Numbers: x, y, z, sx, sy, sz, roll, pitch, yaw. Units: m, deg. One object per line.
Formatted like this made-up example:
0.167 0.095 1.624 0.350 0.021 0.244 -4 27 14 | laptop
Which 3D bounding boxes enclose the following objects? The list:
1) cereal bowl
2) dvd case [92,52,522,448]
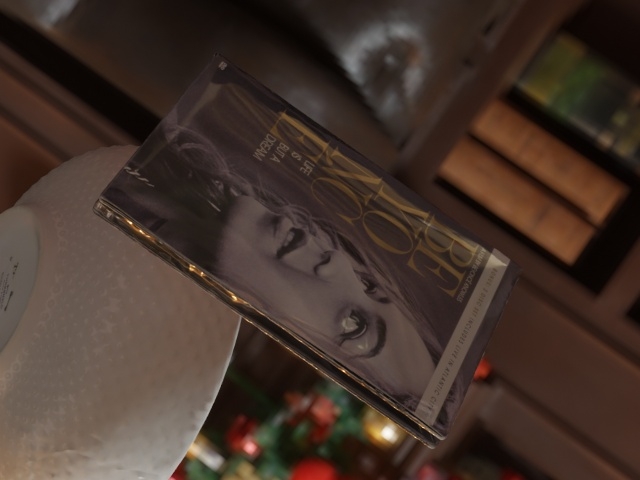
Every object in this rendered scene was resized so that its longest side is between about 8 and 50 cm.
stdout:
-0.214 0.070 1.596 0.141 0.339 0.339 25 104 -33 | cereal bowl
0.000 0.000 1.070 0.018 0.221 0.164 -52 -176 38 | dvd case
